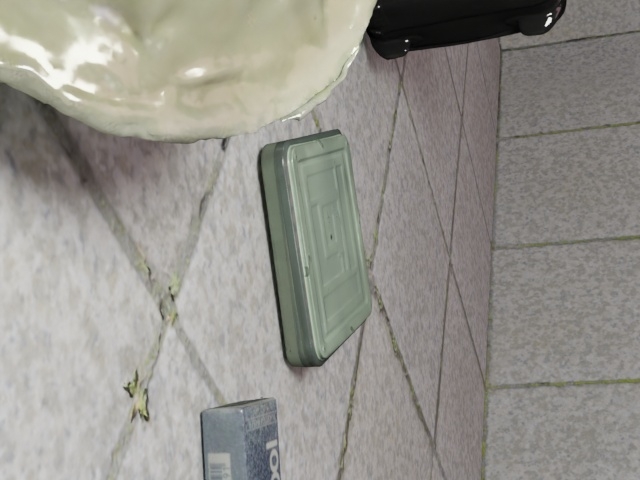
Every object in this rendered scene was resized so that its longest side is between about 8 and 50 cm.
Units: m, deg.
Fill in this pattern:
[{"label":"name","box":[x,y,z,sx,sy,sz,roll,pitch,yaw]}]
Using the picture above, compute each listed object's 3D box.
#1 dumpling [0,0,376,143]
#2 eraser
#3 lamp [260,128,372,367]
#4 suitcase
[{"label":"dumpling","box":[-0.084,-0.221,0.648,0.316,0.233,0.395,51,54,-14]},{"label":"eraser","box":[-0.071,0.260,0.928,0.092,0.046,0.213,12,74,-71]},{"label":"lamp","box":[0.000,0.000,1.224,0.269,0.047,0.267,-31,114,-70]},{"label":"suitcase","box":[0.214,-0.480,1.549,0.188,0.345,0.340,36,52,-60]}]
